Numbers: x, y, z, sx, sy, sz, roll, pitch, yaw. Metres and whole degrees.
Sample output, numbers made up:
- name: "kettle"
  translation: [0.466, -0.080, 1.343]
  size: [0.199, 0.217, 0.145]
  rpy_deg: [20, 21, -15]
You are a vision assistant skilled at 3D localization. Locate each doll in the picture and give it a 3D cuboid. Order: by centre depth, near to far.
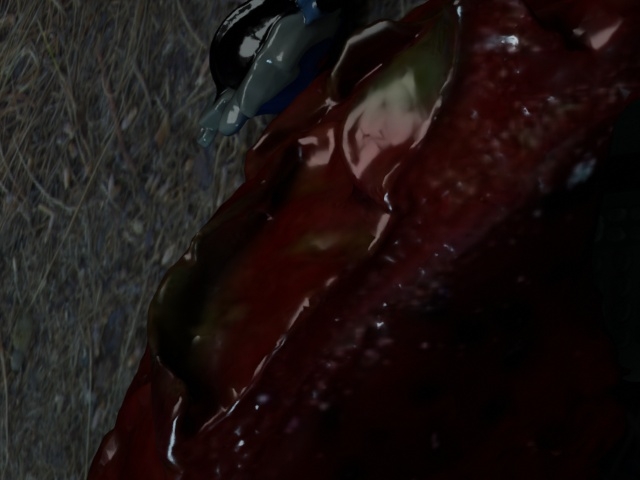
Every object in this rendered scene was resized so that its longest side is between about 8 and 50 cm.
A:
- name: "doll"
  translation: [-0.023, -0.130, 0.949]
  size: [0.195, 0.070, 0.096]
  rpy_deg: [-48, 26, 27]

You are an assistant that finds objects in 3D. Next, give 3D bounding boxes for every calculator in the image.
- name: "calculator"
  translation: [0.148, -0.013, 0.676]
  size: [0.095, 0.021, 0.153]
  rpy_deg: [-7, 73, 56]

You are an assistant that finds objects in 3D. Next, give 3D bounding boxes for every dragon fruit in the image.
- name: "dragon fruit"
  translation: [-0.010, 0.001, 0.652]
  size: [0.286, 0.228, 0.329]
  rpy_deg: [-112, 23, -47]
